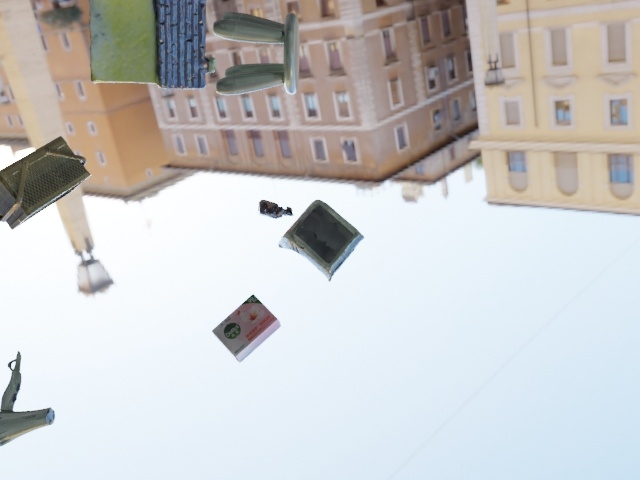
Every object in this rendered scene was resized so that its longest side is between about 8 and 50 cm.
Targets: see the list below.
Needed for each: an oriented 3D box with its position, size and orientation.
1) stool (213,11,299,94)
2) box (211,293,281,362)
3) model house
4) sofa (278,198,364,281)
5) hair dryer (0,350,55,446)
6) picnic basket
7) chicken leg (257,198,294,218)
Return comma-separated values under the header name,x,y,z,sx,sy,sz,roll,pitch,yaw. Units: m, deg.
name,x,y,z,sx,sy,sz,roll,pitch,yaw
stool,-0.153,-0.462,1.779,0.198,0.195,0.195,1,-155,4
box,-0.160,0.190,1.555,0.125,0.043,0.089,-43,-116,-14
model house,-0.291,-0.381,1.297,0.211,0.194,0.170,5,-162,2
sofa,0.000,0.000,2.474,0.210,0.225,0.176,-52,-177,-16
hair dryer,-0.540,0.287,1.322,0.167,0.067,0.199,-4,-134,21
picnic basket,-0.799,-0.164,2.029,0.165,0.139,0.267,-24,-164,45
chicken leg,-0.147,-0.098,2.300,0.106,0.051,0.253,15,-174,8
